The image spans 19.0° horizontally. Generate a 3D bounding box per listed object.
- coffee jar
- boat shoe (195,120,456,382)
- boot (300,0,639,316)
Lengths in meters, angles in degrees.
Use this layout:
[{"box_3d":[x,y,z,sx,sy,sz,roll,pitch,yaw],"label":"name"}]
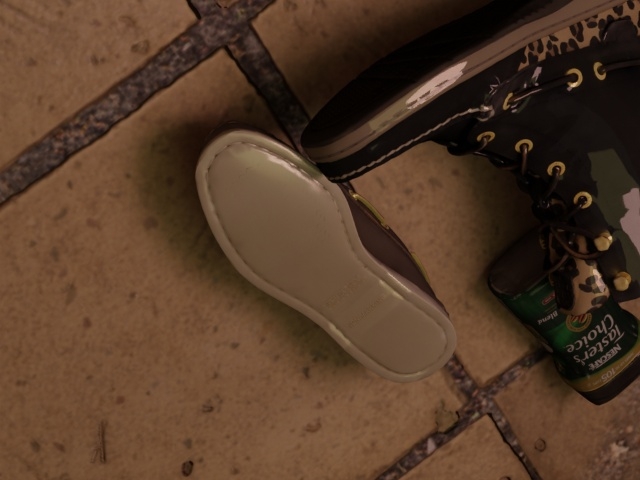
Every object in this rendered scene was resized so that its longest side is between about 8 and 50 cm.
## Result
[{"box_3d":[0.247,0.075,1.855,0.096,0.079,0.184,-43,123,-2],"label":"coffee jar"},{"box_3d":[0.000,0.000,1.703,0.116,0.096,0.324,-39,122,14],"label":"boat shoe"},{"box_3d":[0.186,-0.064,1.679,0.377,0.138,0.284,-31,107,-28],"label":"boot"}]
